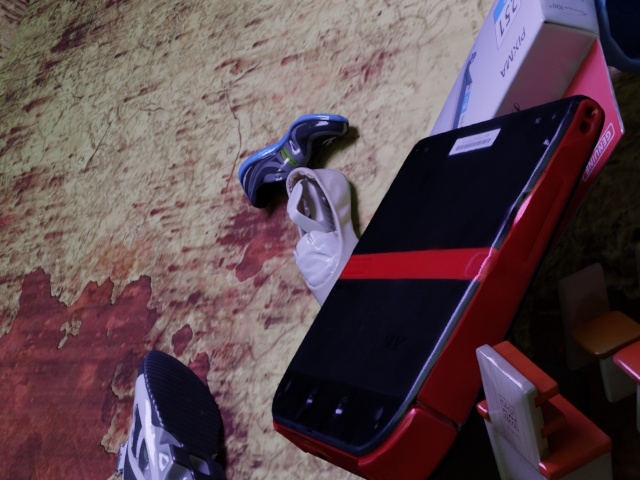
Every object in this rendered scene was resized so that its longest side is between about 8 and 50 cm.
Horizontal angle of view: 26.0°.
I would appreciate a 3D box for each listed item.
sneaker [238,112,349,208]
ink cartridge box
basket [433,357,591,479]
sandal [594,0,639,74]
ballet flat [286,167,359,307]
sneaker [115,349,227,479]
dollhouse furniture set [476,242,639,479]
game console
[{"bbox_3d":[-0.028,-0.102,1.783,0.188,0.067,0.078,-35,60,33],"label":"sneaker"},{"bbox_3d":[0.185,-0.100,1.338,0.296,0.066,0.261,113,163,-45],"label":"ink cartridge box"},{"bbox_3d":[0.154,0.243,1.132,0.204,0.154,0.227,-43,38,34],"label":"basket"},{"bbox_3d":[0.321,-0.277,1.264,0.138,0.126,0.317,-88,8,-53],"label":"sandal"},{"bbox_3d":[0.000,0.000,1.623,0.086,0.086,0.248,-43,35,25],"label":"ballet flat"},{"bbox_3d":[-0.193,0.270,1.635,0.146,0.122,0.330,-44,34,21],"label":"sneaker"},{"bbox_3d":[0.250,0.097,1.004,0.259,0.135,0.262,-23,31,-16],"label":"dollhouse furniture set"},{"bbox_3d":[0.090,0.044,1.219,0.342,0.060,0.386,-60,13,-10],"label":"game console"}]
